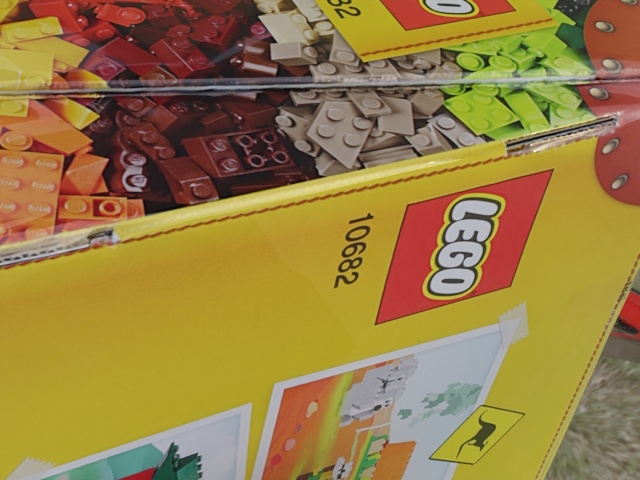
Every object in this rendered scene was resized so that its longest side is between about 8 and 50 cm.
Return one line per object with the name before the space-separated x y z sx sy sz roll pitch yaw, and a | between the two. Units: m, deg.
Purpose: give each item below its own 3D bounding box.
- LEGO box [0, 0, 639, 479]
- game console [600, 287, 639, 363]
LEGO box | -0.073 0.089 0.635 0.373 0.500 0.193 -13 49 -25
game console | 0.191 0.051 1.350 0.387 0.342 0.060 9 78 38
